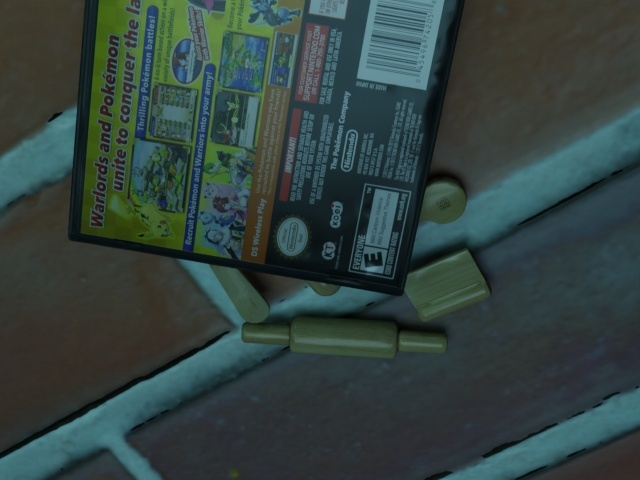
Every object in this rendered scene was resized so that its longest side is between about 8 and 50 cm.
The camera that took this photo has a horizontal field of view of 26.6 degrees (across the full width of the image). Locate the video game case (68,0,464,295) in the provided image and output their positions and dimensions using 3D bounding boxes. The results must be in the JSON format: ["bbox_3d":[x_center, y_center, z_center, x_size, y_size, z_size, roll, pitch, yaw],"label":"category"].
[{"bbox_3d":[-0.040,-0.105,0.931,0.248,0.035,0.274,10,117,-1],"label":"video game case"}]

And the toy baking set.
[{"bbox_3d":[0.001,0.006,1.024,0.256,0.030,0.196,-1,120,4],"label":"toy baking set"}]
